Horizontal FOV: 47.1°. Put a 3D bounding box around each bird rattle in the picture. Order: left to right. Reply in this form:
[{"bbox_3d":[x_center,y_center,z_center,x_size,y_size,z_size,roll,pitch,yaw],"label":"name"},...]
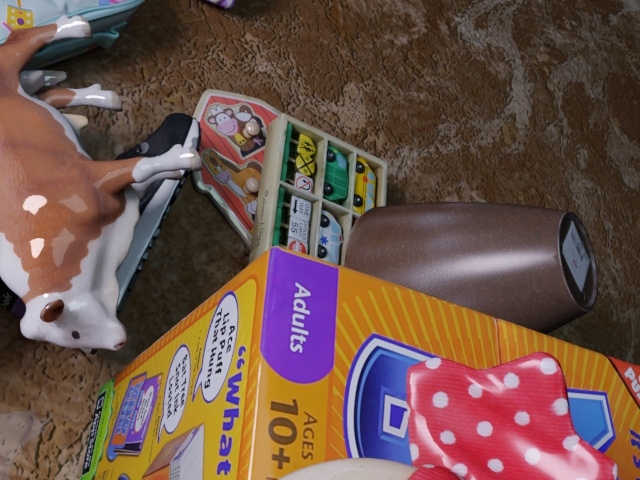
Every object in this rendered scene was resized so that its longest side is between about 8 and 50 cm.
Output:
[{"bbox_3d":[0.045,0.166,0.318,0.206,0.143,0.254,5,60,-13],"label":"bird rattle"}]

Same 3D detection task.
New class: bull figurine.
[{"bbox_3d":[-0.223,-0.058,0.629,0.188,0.101,0.310,-32,75,-25],"label":"bull figurine"}]

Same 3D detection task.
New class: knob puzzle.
[{"bbox_3d":[-0.079,-0.107,0.895,0.213,0.030,0.213,16,59,-28],"label":"knob puzzle"}]

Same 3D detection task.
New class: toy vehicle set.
[{"bbox_3d":[0.000,0.000,0.866,0.165,0.035,0.267,20,63,-31],"label":"toy vehicle set"}]

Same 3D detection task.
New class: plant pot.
[{"bbox_3d":[0.180,0.041,0.829,0.215,0.230,0.216,21,63,-47],"label":"plant pot"}]

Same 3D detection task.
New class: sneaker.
[{"bbox_3d":[-0.213,-0.040,0.722,0.124,0.107,0.283,28,54,-13],"label":"sneaker"}]

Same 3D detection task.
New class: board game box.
[{"bbox_3d":[0.021,0.274,0.554,0.356,0.356,0.357,19,58,-25],"label":"board game box"}]

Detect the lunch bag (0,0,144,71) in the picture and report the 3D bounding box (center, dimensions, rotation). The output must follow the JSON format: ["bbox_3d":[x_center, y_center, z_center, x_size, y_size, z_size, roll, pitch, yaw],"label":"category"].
[{"bbox_3d":[-0.323,-0.286,0.763,0.224,0.108,0.279,52,49,-1],"label":"lunch bag"}]

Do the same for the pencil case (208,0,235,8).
[{"bbox_3d":[-0.186,-0.371,0.924,0.206,0.086,0.088,23,32,-26],"label":"pencil case"}]
